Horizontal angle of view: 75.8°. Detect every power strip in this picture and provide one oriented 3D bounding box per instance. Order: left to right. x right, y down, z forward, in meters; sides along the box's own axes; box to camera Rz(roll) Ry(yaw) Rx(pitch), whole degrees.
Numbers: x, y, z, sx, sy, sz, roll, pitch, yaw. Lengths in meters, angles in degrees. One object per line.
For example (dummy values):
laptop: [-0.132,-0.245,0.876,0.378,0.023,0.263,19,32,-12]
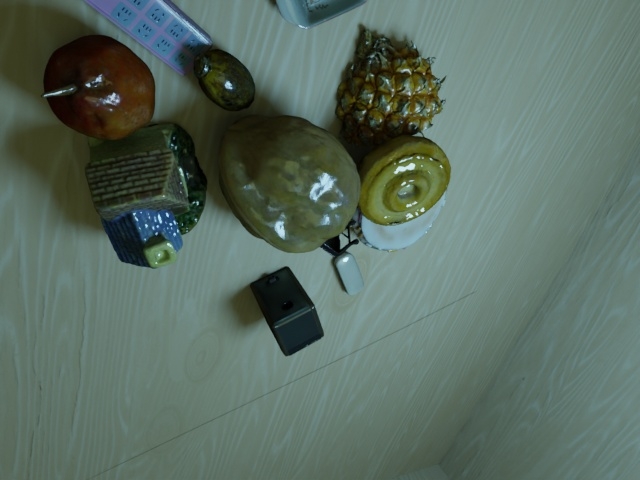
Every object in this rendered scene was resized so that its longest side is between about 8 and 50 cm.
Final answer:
power strip: [-0.358,-0.468,0.866,0.109,0.038,0.279,-35,144,20]

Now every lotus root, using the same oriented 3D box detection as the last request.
lotus root: [-0.219,-0.376,0.984,0.120,0.120,0.209,-52,158,9]

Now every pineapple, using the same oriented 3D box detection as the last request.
pineapple: [0.198,-0.427,1.133,0.344,0.209,0.286,-32,130,-5]

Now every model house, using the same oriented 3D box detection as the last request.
model house: [-0.392,-0.096,0.987,0.261,0.266,0.321,-16,126,-15]

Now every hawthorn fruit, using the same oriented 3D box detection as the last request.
hawthorn fruit: [-0.449,-0.296,0.821,0.210,0.262,0.211,-2,115,-4]

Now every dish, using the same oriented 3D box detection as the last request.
dish: [-0.007,-0.617,0.992,0.234,0.064,0.154,-29,129,-11]

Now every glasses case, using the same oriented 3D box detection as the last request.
glasses case: [0.109,0.128,1.542,0.081,0.051,0.204,-30,129,-11]

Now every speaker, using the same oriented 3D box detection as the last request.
speaker: [-0.111,0.233,1.370,0.153,0.231,0.193,-25,129,-13]

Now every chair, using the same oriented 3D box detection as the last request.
chair: [0.000,0.000,1.298,0.106,0.113,0.229,35,126,-30]

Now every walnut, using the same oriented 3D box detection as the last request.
walnut: [-0.078,-0.148,1.082,0.383,0.383,0.384,-14,125,-21]

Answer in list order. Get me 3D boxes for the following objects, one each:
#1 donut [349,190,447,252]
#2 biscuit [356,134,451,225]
donut: [0.249,-0.144,1.385,0.382,0.142,0.383,-14,125,-21]
biscuit: [0.236,-0.159,1.183,0.296,0.102,0.296,-10,136,-10]
